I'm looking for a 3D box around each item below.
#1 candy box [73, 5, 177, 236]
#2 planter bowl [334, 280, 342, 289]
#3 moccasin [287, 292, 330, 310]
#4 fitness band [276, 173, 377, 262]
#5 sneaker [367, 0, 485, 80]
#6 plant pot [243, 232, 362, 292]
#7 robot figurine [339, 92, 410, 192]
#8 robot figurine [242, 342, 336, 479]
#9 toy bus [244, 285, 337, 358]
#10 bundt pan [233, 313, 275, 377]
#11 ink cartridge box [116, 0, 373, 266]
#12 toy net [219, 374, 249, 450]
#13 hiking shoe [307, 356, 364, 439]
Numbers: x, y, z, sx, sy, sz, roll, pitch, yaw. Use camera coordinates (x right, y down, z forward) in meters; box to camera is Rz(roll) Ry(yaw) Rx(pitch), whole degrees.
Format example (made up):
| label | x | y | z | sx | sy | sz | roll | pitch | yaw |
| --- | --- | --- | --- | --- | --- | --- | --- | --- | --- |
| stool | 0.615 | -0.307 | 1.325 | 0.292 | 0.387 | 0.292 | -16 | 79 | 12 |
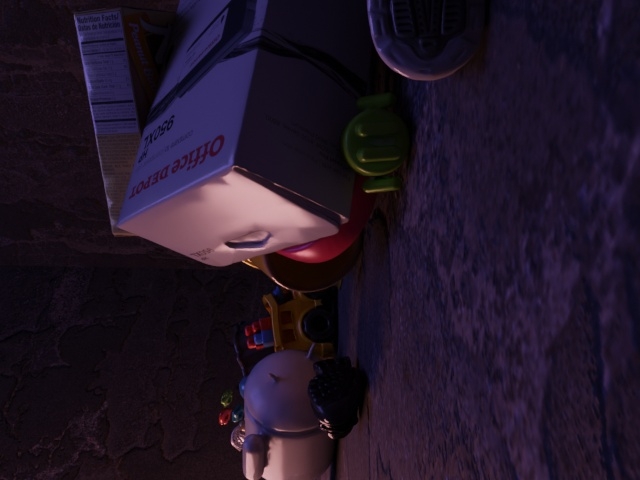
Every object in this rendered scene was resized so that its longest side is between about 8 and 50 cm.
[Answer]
| label | x | y | z | sx | sy | sz | roll | pitch | yaw |
| --- | --- | --- | --- | --- | --- | --- | --- | --- | --- |
| candy box | -0.255 | -0.181 | 0.942 | 0.183 | 0.088 | 0.316 | -44 | -49 | -66 |
| planter bowl | 0.000 | 0.000 | 1.374 | 0.217 | 0.091 | 0.217 | -178 | 90 | -86 |
| moccasin | -0.046 | 0.186 | 1.725 | 0.342 | 0.138 | 0.116 | 112 | 155 | -83 |
| fitness band | -0.021 | -0.081 | 0.835 | 0.291 | 0.054 | 0.209 | 22 | 85 | 56 |
| sneaker | 0.061 | -0.222 | 0.427 | 0.115 | 0.091 | 0.232 | -86 | -1 | -84 |
| plant pot | -0.045 | -0.037 | 1.058 | 0.239 | 0.254 | 0.253 | -126 | 34 | -58 |
| robot figurine | 0.054 | -0.100 | 0.642 | 0.115 | 0.067 | 0.101 | -121 | 24 | -84 |
| robot figurine | -0.061 | 0.378 | 1.331 | 0.300 | 0.200 | 0.353 | -42 | -36 | -45 |
| toy bus | -0.075 | 0.178 | 1.463 | 0.149 | 0.212 | 0.220 | 96 | 167 | -70 |
| bundt pan | -0.087 | 0.330 | 1.614 | 0.330 | 0.124 | 0.331 | 58 | -171 | -14 |
| ink cartridge box | -0.088 | -0.192 | 0.802 | 0.286 | 0.166 | 0.394 | -18 | 57 | 47 |
| toy net | -0.176 | 0.411 | 1.412 | 0.122 | 0.045 | 0.232 | -39 | -40 | -50 |
| hiking shoe | 0.032 | 0.252 | 0.948 | 0.227 | 0.086 | 0.114 | -52 | -50 | -86 |
